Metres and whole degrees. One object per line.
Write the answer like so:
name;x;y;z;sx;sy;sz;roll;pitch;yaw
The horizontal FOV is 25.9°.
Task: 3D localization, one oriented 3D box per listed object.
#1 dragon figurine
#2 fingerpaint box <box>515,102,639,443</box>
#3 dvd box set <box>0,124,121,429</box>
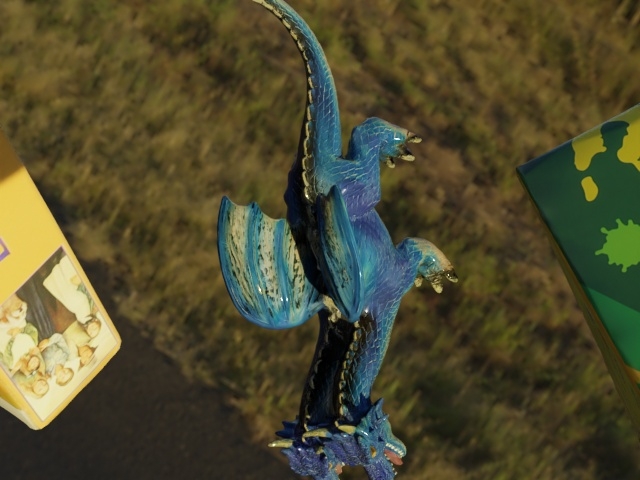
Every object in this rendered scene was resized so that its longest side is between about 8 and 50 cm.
dragon figurine;0.000;0.000;0.783;0.085;0.289;0.144;-6;21;31
fingerpaint box;0.328;0.162;0.945;0.445;0.163;0.371;55;10;-49
dvd box set;-0.250;-0.118;0.502;0.307;0.062;0.420;32;-22;26
